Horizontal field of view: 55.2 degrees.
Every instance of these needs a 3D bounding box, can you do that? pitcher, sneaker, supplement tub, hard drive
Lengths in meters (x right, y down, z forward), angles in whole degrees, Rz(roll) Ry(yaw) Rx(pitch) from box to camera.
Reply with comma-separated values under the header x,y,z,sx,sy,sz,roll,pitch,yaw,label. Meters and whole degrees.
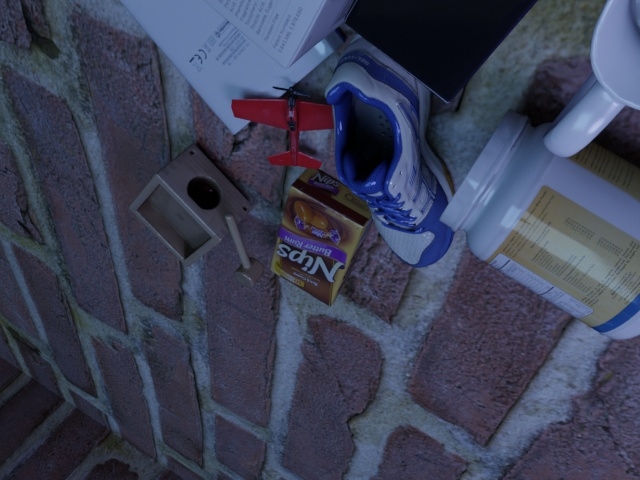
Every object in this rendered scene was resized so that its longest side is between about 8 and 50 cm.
x,y,z,sx,sy,sz,roll,pitch,yaw,label
0.222,-0.152,0.385,0.125,0.207,0.178,39,142,0,pitcher
0.066,-0.070,0.654,0.111,0.131,0.297,5,132,33,sneaker
0.227,-0.018,0.563,0.199,0.144,0.144,33,141,9,supplement tub
-0.142,-0.290,0.676,0.319,0.040,0.210,50,141,-13,hard drive

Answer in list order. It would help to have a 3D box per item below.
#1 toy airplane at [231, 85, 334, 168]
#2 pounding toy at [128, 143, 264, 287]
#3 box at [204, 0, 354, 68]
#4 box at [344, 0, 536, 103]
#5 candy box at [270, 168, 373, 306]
x,y,z,sx,sy,sz,roll,pitch,yaw,label
-0.033,-0.129,0.725,0.151,0.028,0.151,6,153,3,toy airplane
-0.148,-0.032,0.889,0.206,0.094,0.181,47,142,-10,pounding toy
0.009,-0.264,0.468,0.119,0.181,0.182,40,142,-1,box
0.146,-0.240,0.380,0.103,0.184,0.261,37,142,-2,box
0.000,0.000,0.837,0.109,0.053,0.187,30,142,10,candy box
